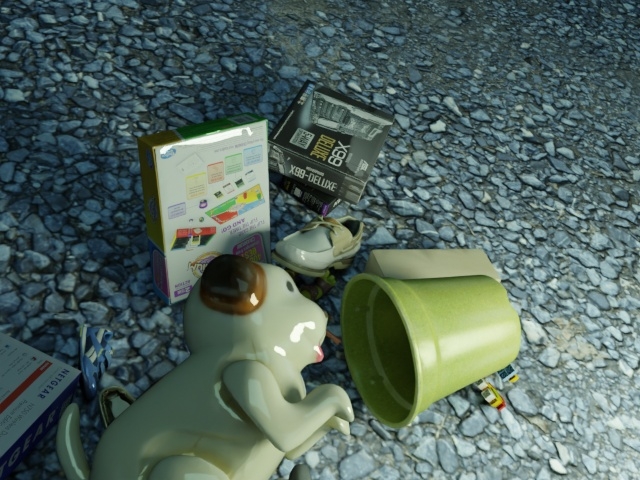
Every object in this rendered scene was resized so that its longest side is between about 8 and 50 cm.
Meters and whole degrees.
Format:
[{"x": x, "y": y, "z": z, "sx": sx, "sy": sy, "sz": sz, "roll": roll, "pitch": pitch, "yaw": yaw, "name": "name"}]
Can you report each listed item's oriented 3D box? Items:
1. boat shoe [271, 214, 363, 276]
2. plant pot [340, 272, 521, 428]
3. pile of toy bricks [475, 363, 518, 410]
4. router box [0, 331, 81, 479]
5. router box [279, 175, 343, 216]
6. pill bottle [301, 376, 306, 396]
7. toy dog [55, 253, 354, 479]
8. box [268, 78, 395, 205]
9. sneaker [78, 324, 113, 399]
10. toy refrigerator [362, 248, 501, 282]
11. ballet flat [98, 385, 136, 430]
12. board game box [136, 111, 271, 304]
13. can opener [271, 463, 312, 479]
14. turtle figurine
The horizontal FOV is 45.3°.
[{"x": 0.000, "y": 0.000, "z": 1.520, "sx": 0.113, "sy": 0.103, "sz": 0.302, "roll": 29, "pitch": 14, "yaw": 16, "name": "boat shoe"}, {"x": 0.210, "y": 0.172, "z": 1.390, "sx": 0.254, "sy": 0.276, "sz": 0.276, "roll": -10, "pitch": 52, "yaw": -23, "name": "plant pot"}, {"x": 0.342, "y": 0.235, "z": 1.535, "sx": 0.105, "sy": 0.118, "sz": 0.212, "roll": 39, "pitch": 16, "yaw": -41, "name": "pile of toy bricks"}, {"x": -0.565, "y": 0.238, "z": 1.103, "sx": 0.301, "sy": 0.082, "sz": 0.335, "roll": 26, "pitch": 24, "yaw": 2, "name": "router box"}, {"x": 0.009, "y": -0.144, "z": 1.797, "sx": 0.133, "sy": 0.046, "sz": 0.179, "roll": 35, "pitch": 45, "yaw": 14, "name": "router box"}, {"x": -0.125, "y": 0.276, "z": 1.297, "sx": 0.193, "sy": 0.108, "sz": 0.108, "roll": -18, "pitch": 56, "yaw": -33, "name": "pill bottle"}, {"x": -0.137, "y": 0.227, "z": 1.110, "sx": 0.395, "sy": 0.284, "sz": 0.408, "roll": 16, "pitch": 73, "yaw": 20, "name": "toy dog"}, {"x": 0.023, "y": -0.237, "z": 1.804, "sx": 0.242, "sy": 0.076, "sz": 0.307, "roll": 24, "pitch": 42, "yaw": 3, "name": "box"}, {"x": -0.383, "y": 0.205, "z": 1.308, "sx": 0.059, "sy": 0.053, "sz": 0.144, "roll": 4, "pitch": 47, "yaw": -20, "name": "sneaker"}, {"x": 0.233, "y": 0.085, "z": 1.631, "sx": 0.270, "sy": 0.094, "sz": 0.102, "roll": 0, "pitch": 41, "yaw": -22, "name": "toy refrigerator"}, {"x": -0.290, "y": 0.332, "z": 1.200, "sx": 0.086, "sy": 0.086, "sz": 0.248, "roll": -14, "pitch": 54, "yaw": -31, "name": "ballet flat"}, {"x": -0.209, "y": -0.062, "z": 1.445, "sx": 0.242, "sy": 0.316, "sz": 0.064, "roll": -20, "pitch": 33, "yaw": -35, "name": "board game box"}, {"x": -0.037, "y": 0.482, "z": 1.151, "sx": 0.074, "sy": 0.093, "sz": 0.280, "roll": 1, "pitch": 53, "yaw": -18, "name": "can opener"}, {"x": -0.054, "y": 0.122, "z": 1.485, "sx": 0.270, "sy": 0.087, "sz": 0.217, "roll": 18, "pitch": 32, "yaw": 19, "name": "turtle figurine"}]
